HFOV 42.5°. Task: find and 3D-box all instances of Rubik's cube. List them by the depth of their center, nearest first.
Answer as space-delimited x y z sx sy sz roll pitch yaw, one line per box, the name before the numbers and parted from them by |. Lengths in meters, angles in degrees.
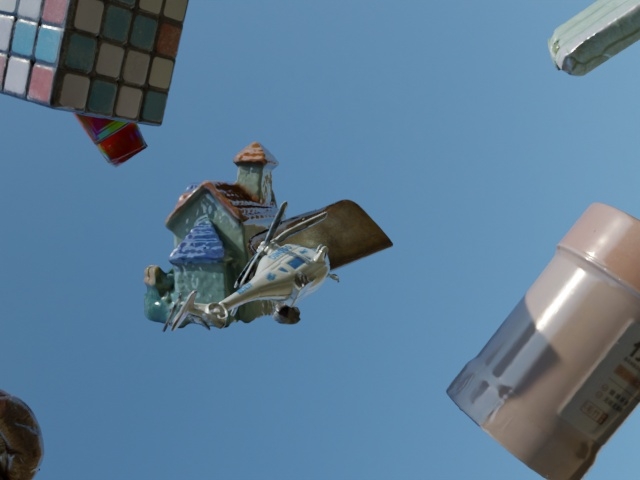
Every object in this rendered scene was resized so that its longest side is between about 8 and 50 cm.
Rubik's cube | -0.152 -0.129 0.513 0.092 0.092 0.092 1 -74 -57

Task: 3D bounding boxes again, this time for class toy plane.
toy plane | -0.063 0.049 1.019 0.182 0.107 0.273 -56 -13 12

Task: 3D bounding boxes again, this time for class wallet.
wallet | 0.000 0.000 1.445 0.255 0.137 0.031 -20 -35 -37

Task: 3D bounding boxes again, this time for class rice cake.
rice cake | 0.309 -0.224 0.761 0.038 0.211 0.124 53 -160 -15

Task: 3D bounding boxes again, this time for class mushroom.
mushroom | -0.342 0.226 0.840 0.170 0.135 0.080 53 -173 8

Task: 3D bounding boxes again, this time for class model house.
model house | -0.194 -0.023 1.526 0.295 0.252 0.329 -10 -77 -70

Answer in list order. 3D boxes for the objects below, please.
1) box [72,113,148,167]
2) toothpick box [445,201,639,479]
box | -0.230 -0.140 0.831 0.048 0.175 0.112 -35 -88 -8
toothpick box | 0.160 0.064 0.501 0.098 0.098 0.149 35 -86 -39
